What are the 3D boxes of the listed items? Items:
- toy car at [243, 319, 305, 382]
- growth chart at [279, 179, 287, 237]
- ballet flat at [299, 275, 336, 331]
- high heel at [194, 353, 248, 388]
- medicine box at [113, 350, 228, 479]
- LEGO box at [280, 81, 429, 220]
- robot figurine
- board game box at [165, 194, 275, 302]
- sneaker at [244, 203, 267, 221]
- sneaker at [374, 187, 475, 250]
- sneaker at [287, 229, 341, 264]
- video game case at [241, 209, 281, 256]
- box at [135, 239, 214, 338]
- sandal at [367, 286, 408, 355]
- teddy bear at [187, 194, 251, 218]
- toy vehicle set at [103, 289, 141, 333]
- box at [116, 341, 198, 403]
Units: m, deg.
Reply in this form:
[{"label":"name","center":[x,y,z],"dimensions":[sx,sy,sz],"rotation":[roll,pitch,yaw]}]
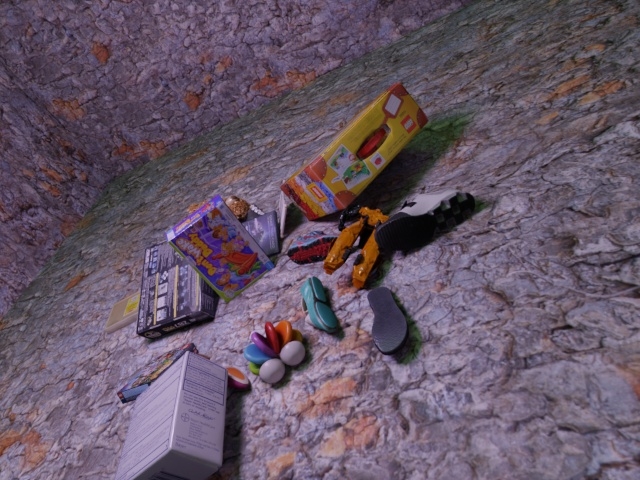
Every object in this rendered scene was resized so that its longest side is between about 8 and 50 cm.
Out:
[{"label":"toy car","center":[-0.145,0.308,1.225],"dimensions":[0.182,0.136,0.159],"rotation":[-39,35,-8]},{"label":"growth chart","center":[-0.162,-0.131,1.780],"dimensions":[0.021,0.172,0.237],"rotation":[5,33,-10]},{"label":"ballet flat","center":[-0.013,0.214,1.301],"dimensions":[0.087,0.083,0.247],"rotation":[-51,30,19]},{"label":"high heel","center":[-0.323,0.439,1.288],"dimensions":[0.244,0.082,0.117],"rotation":[12,85,29]},{"label":"medicine box","center":[-0.389,0.499,1.119],"dimensions":[0.263,0.149,0.289],"rotation":[-42,30,21]},{"label":"LEGO box","center":[0.119,-0.330,1.633],"dimensions":[0.500,0.193,0.372],"rotation":[-47,12,-18]},{"label":"robot figurine","center":[0.133,0.006,1.371],"dimensions":[0.211,0.085,0.291],"rotation":[26,55,11]},{"label":"board game box","center":[-0.359,0.038,1.544],"dimensions":[0.233,0.347,0.078],"rotation":[-38,35,-5]},{"label":"sneaker","center":[-0.268,-0.078,1.857],"dimensions":[0.106,0.078,0.234],"rotation":[-52,42,-2]},{"label":"sneaker","center":[0.313,-0.074,1.347],"dimensions":[0.331,0.122,0.146],"rotation":[-23,27,-5]},{"label":"sneaker","center":[0.000,0.000,1.516],"dimensions":[0.262,0.104,0.125],"rotation":[-9,39,31]},{"label":"video game case","center":[-0.296,0.004,1.755],"dimensions":[0.274,0.026,0.196],"rotation":[-19,60,19]},{"label":"box","center":[-0.579,0.162,1.692],"dimensions":[0.318,0.097,0.394],"rotation":[-22,55,19]},{"label":"sandal","center":[0.188,0.219,1.151],"dimensions":[0.097,0.054,0.254],"rotation":[-17,27,11]},{"label":"teddy bear","center":[-0.498,-0.168,2.065],"dimensions":[0.245,0.113,0.338],"rotation":[-4,8,-40]},{"label":"toy vehicle set","center":[-0.835,0.299,1.885],"dimensions":[0.267,0.035,0.166],"rotation":[-26,35,11]},{"label":"box","center":[-0.528,0.431,1.381],"dimensions":[0.159,0.044,0.233],"rotation":[-23,9,16]}]
